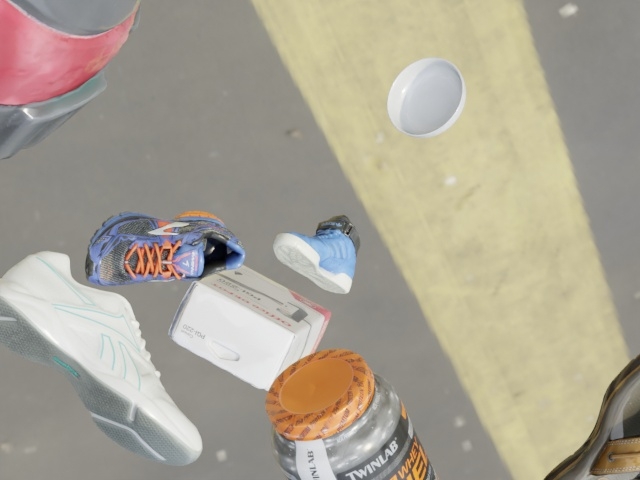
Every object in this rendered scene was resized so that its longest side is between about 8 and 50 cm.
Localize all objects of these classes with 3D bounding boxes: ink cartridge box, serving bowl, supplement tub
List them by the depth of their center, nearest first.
[{"bbox_3d":[0.031,0.191,1.144,0.117,0.117,0.190,-24,121,4],"label":"supplement tub"},{"bbox_3d":[0.108,-0.137,1.328,0.083,0.083,0.027,-34,149,17],"label":"serving bowl"},{"bbox_3d":[-0.092,0.114,1.835,0.092,0.158,0.218,-65,170,12],"label":"ink cartridge box"}]

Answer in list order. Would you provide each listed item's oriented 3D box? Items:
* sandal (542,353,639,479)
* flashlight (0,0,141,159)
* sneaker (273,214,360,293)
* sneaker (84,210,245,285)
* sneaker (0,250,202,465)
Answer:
[{"bbox_3d":[0.236,0.162,1.016,0.090,0.060,0.219,19,118,-32],"label":"sandal"},{"bbox_3d":[-0.037,-0.111,0.301,0.103,0.103,0.304,9,157,-34],"label":"flashlight"},{"bbox_3d":[-0.001,0.000,1.649,0.058,0.085,0.152,3,158,37],"label":"sneaker"},{"bbox_3d":[-0.176,0.011,1.556,0.221,0.087,0.083,-14,118,-44],"label":"sneaker"},{"bbox_3d":[-0.118,0.064,0.762,0.152,0.061,0.053,45,140,-6],"label":"sneaker"}]
